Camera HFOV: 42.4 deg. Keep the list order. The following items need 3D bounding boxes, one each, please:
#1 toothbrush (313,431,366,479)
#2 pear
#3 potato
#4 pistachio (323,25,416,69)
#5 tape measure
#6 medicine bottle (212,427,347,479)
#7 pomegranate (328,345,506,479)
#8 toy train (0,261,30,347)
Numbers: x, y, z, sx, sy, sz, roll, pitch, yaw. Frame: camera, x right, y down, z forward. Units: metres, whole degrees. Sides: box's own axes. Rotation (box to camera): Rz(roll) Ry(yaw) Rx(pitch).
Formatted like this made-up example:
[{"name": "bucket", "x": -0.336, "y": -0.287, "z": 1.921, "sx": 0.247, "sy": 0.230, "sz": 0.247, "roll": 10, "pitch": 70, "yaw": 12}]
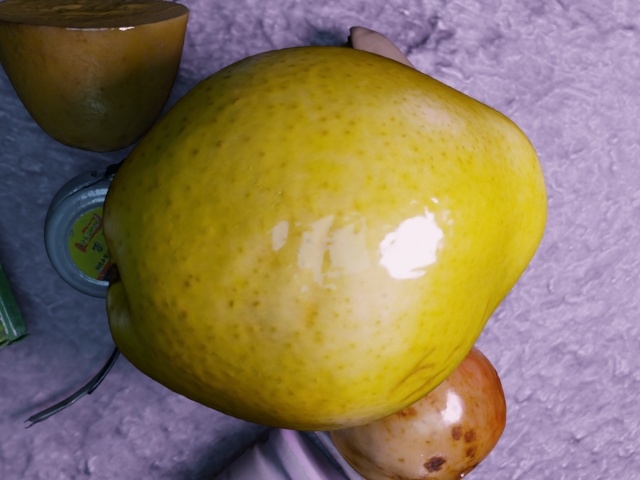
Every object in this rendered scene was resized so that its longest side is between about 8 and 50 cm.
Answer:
[{"name": "toothbrush", "x": -0.007, "y": 0.240, "z": 1.046, "sx": 0.029, "sy": 0.025, "sz": 0.307, "roll": -36, "pitch": 103, "yaw": 5}, {"name": "pear", "x": 0.000, "y": 0.000, "z": 0.791, "sx": 0.418, "sy": 0.362, "sz": 0.363, "roll": -15, "pitch": 101, "yaw": -18}, {"name": "potato", "x": -0.244, "y": -0.173, "z": 0.880, "sx": 0.203, "sy": 0.178, "sz": 0.158, "roll": -10, "pitch": 118, "yaw": -33}, {"name": "pistachio", "x": 0.070, "y": -0.158, "z": 0.957, "sx": 0.124, "sy": 0.124, "sz": 0.185, "roll": -29, "pitch": 97, "yaw": -5}, {"name": "tape measure", "x": -0.278, "y": 0.059, "z": 0.953, "sx": 0.164, "sy": 0.084, "sz": 0.330, "roll": 35, "pitch": 103, "yaw": -14}, {"name": "medicine bottle", "x": -0.097, "y": 0.388, "z": 0.961, "sx": 0.316, "sy": 0.202, "sz": 0.202, "roll": -41, "pitch": 103, "yaw": -3}, {"name": "pomegranate", "x": 0.108, "y": 0.187, "z": 0.970, "sx": 0.215, "sy": 0.215, "sz": 0.216, "roll": -2, "pitch": 99, "yaw": -10}, {"name": "toy train", "x": -0.436, "y": 0.023, "z": 0.848, "sx": 0.120, "sy": 0.202, "sz": 0.301, "roll": -14, "pitch": 102, "yaw": 17}]
